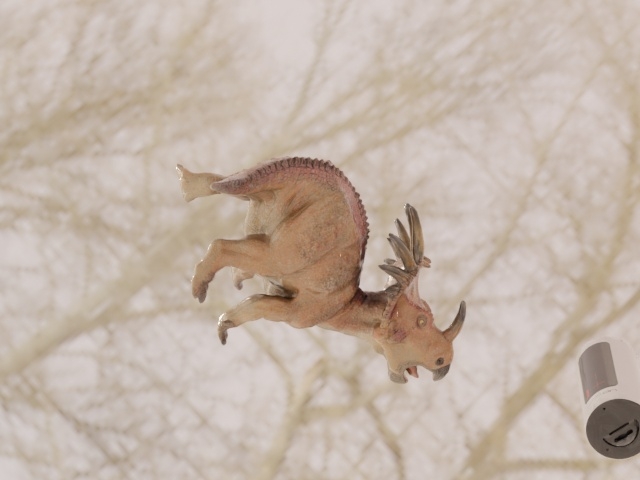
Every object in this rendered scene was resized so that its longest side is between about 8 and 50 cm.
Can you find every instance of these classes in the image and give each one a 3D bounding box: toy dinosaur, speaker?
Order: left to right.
[{"bbox_3d":[0.000,0.000,1.477,0.200,0.127,0.296,-13,-40,9],"label":"toy dinosaur"},{"bbox_3d":[0.240,0.128,1.457,0.055,0.055,0.136,55,15,-13],"label":"speaker"}]
